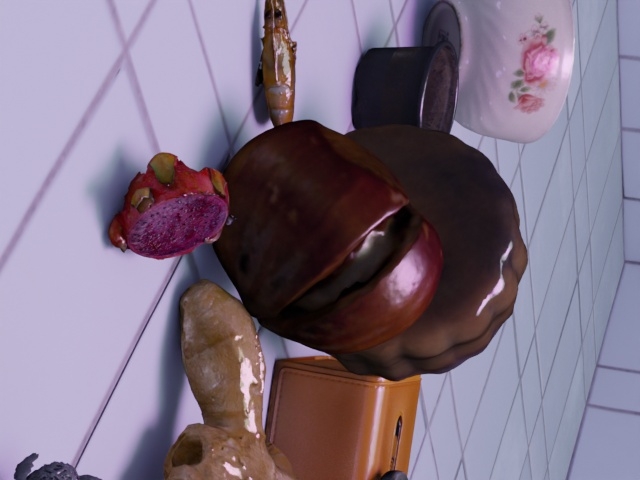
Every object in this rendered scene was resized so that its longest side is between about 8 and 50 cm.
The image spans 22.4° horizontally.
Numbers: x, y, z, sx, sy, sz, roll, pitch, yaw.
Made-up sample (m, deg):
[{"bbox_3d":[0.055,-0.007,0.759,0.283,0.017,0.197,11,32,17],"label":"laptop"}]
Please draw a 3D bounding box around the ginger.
[{"bbox_3d":[-0.086,0.275,1.593,0.348,0.122,0.363,55,31,-30],"label":"ginger"}]

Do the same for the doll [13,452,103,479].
[{"bbox_3d":[-0.266,0.270,1.187,0.246,0.158,0.340,-56,-174,21],"label":"doll"}]

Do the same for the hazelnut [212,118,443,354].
[{"bbox_3d":[0.000,0.000,1.668,0.251,0.217,0.217,49,32,-5],"label":"hazelnut"}]

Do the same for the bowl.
[{"bbox_3d":[0.234,-0.272,2.282,0.277,0.145,0.277,178,-90,-68],"label":"bowl"}]

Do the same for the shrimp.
[{"bbox_3d":[-0.038,-0.198,1.753,0.095,0.045,0.162,-48,140,-59],"label":"shrimp"}]

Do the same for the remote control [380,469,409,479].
[{"bbox_3d":[0.098,0.356,1.943,0.222,0.042,0.072,75,30,-47],"label":"remote control"}]

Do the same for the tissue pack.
[{"bbox_3d":[0.021,0.286,1.976,0.194,0.145,0.274,6,92,-69],"label":"tissue pack"}]

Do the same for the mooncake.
[{"bbox_3d":[0.093,0.016,1.853,0.161,0.290,0.290,64,38,-67],"label":"mooncake"}]

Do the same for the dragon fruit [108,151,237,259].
[{"bbox_3d":[-0.139,-0.034,1.475,0.126,0.068,0.112,-4,146,-38],"label":"dragon fruit"}]

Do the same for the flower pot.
[{"bbox_3d":[0.107,-0.187,2.085,0.157,0.107,0.157,11,90,-70],"label":"flower pot"}]
